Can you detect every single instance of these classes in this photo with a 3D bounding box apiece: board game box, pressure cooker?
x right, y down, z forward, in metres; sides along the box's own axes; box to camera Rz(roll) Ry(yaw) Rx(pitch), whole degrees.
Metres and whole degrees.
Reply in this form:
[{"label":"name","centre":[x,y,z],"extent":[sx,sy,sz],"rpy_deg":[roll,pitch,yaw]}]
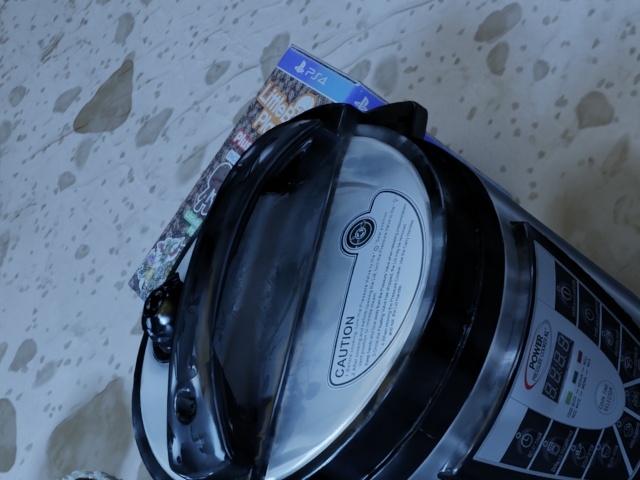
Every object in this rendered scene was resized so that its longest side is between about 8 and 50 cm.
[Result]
[{"label":"board game box","centre":[0.000,0.000,1.908],"extent":[0.291,0.232,0.141],"rpy_deg":[-56,35,2]},{"label":"pressure cooker","centre":[0.049,0.116,1.588],"extent":[0.375,0.420,0.370],"rpy_deg":[-46,36,12]}]

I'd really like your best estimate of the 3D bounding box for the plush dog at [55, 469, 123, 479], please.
[{"label":"plush dog","centre":[-0.227,0.354,1.679],"extent":[0.262,0.210,0.225],"rpy_deg":[-21,47,27]}]
